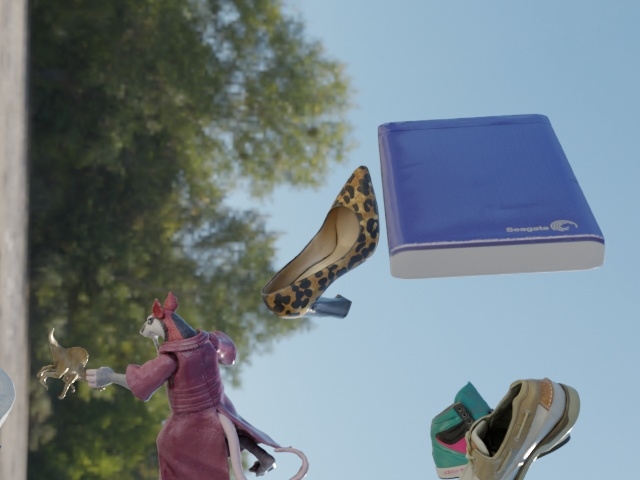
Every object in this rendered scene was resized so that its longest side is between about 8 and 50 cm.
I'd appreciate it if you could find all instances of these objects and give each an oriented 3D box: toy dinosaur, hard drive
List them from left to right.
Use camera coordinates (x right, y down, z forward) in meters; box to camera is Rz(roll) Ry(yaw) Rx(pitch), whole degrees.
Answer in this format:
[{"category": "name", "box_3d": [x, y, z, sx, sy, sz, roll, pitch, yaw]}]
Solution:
[{"category": "toy dinosaur", "box_3d": [-0.457, 0.220, 1.936, 0.053, 0.092, 0.183, 37, -14, 46]}, {"category": "hard drive", "box_3d": [0.174, -0.059, 1.210, 0.319, 0.210, 0.040, -89, 176, -62]}]

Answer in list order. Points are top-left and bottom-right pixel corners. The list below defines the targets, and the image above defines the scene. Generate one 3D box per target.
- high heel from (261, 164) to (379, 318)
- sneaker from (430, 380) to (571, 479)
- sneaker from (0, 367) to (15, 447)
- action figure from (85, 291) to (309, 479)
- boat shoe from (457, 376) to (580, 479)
[{"category": "high heel", "box_3d": [0.000, 0.000, 1.729, 0.093, 0.186, 0.261, 17, -84, 43]}, {"category": "sneaker", "box_3d": [0.351, 0.372, 2.253, 0.124, 0.295, 0.178, -20, 91, -67]}, {"category": "sneaker", "box_3d": [-0.504, 0.291, 1.288, 0.236, 0.130, 0.323, -46, -176, 27]}, {"category": "action figure", "box_3d": [-0.220, 0.269, 1.874, 0.276, 0.248, 0.370, 9, -60, 52]}, {"category": "boat shoe", "box_3d": [0.280, 0.325, 1.731, 0.302, 0.103, 0.113, -58, -159, 27]}]
